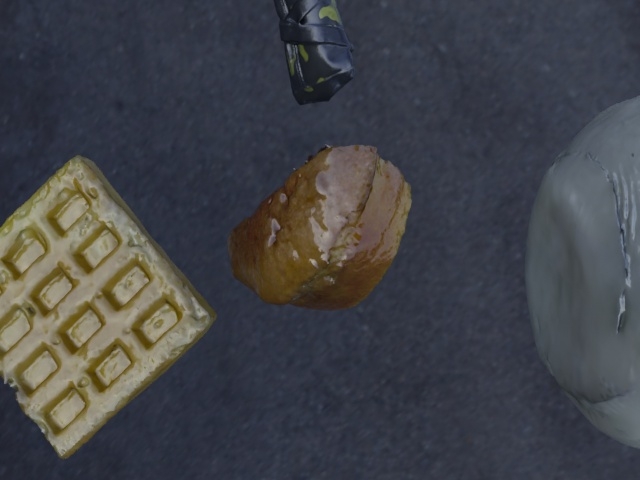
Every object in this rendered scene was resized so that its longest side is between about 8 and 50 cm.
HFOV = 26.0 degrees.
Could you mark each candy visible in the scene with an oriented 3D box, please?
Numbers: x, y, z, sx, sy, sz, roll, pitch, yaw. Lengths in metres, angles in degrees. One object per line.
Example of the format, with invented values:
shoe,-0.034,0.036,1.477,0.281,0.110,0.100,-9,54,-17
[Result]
candy,0.280,0.020,1.116,0.185,0.295,0.296,2,61,-15

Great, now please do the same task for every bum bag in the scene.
bum bag,-0.014,-0.303,1.890,0.060,0.106,0.233,-22,100,-61

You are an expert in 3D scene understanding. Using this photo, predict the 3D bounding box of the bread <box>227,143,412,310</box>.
bread,-0.003,0.010,1.551,0.129,0.260,0.134,22,53,-28

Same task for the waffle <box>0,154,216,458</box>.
waffle,-0.258,0.068,1.469,0.248,0.221,0.055,50,7,17
